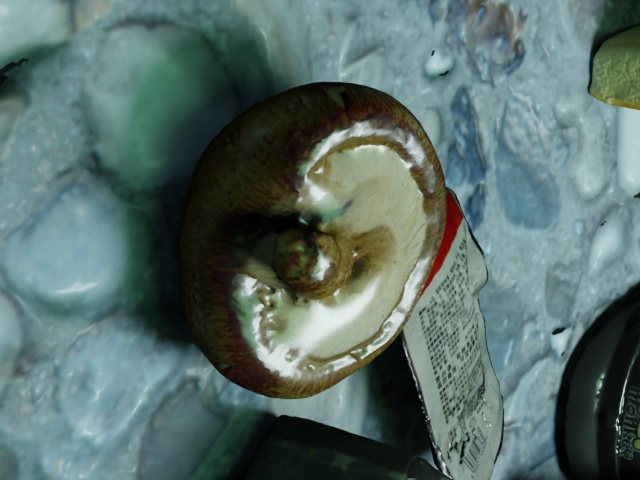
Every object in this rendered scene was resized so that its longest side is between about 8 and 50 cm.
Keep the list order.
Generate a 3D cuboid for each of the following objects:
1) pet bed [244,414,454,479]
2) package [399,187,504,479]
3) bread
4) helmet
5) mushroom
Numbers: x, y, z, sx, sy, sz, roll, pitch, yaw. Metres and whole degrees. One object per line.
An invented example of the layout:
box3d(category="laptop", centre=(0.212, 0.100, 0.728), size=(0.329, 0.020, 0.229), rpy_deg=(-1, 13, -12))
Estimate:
box3d(category="pet bed", centre=(0.038, 0.251, 1.295), size=(0.211, 0.183, 0.159), rpy_deg=(44, 66, -47))
box3d(category="package", centre=(0.111, 0.091, 1.390), size=(0.154, 0.030, 0.239), rpy_deg=(-60, 142, -49))
box3d(category="bread", centre=(0.338, -0.143, 1.455), size=(0.125, 0.188, 0.068), rpy_deg=(-21, 114, -40))
box3d(category="helmet", centre=(0.367, 0.156, 1.613), size=(0.278, 0.160, 0.231), rpy_deg=(-10, 113, -44))
box3d(category="mushroom", centre=(-0.012, -0.006, 1.203), size=(0.194, 0.138, 0.231), rpy_deg=(-12, 124, -57))
